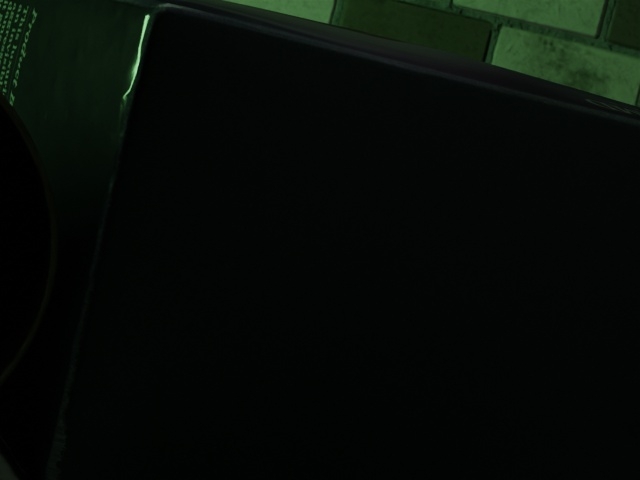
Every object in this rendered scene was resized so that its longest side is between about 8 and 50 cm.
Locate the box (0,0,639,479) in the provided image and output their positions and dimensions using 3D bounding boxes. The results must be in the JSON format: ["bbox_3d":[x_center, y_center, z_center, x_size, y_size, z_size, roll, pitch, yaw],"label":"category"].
[{"bbox_3d":[0.000,0.000,0.693,0.296,0.182,0.294,10,8,-27],"label":"box"}]

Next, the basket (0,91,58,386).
[{"bbox_3d":[-0.229,-0.020,0.536,0.204,0.154,0.227,11,2,-37],"label":"basket"}]
